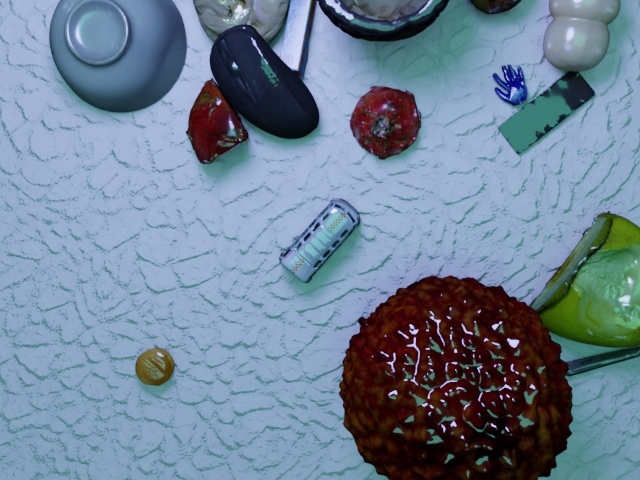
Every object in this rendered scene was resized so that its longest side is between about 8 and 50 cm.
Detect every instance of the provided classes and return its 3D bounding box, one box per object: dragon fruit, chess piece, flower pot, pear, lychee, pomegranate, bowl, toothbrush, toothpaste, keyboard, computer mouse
[{"bbox_3d":[-0.229,-0.245,1.481,0.120,0.127,0.161,-28,95,0],"label":"dragon fruit"},{"bbox_3d":[0.517,-0.480,1.397,0.166,0.167,0.300,9,103,3],"label":"chess piece"},{"bbox_3d":[0.118,-0.491,1.356,0.266,0.267,0.267,0,95,5],"label":"flower pot"},{"bbox_3d":[0.591,0.114,1.443,0.292,0.159,0.293,0,97,1],"label":"pear"},{"bbox_3d":[0.231,0.268,1.372,0.499,0.424,0.425,25,99,41],"label":"lychee"},{"bbox_3d":[0.338,-0.501,1.395,0.129,0.159,0.130,11,120,20],"label":"pomegranate"},{"bbox_3d":[-0.430,-0.410,1.464,0.289,0.146,0.290,0,96,5],"label":"bowl"},{"bbox_3d":[0.653,0.237,1.514,0.297,0.030,0.030,-16,69,7],"label":"toothbrush"},{"bbox_3d":[-0.042,-0.437,1.479,0.044,0.070,0.194,11,90,8],"label":"toothpaste"},{"bbox_3d":[0.138,-0.244,1.460,0.153,0.111,0.153,0,98,1],"label":"dragon fruit"},{"bbox_3d":[0.463,-0.265,1.482,0.196,0.015,0.074,-39,88,7],"label":"keyboard"},{"bbox_3d":[-0.116,-0.300,1.442,0.137,0.086,0.270,-31,111,37],"label":"computer mouse"}]

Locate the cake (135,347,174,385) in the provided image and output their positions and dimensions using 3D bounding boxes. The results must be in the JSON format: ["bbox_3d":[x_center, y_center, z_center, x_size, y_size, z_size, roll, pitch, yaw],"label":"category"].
[{"bbox_3d":[-0.363,0.278,1.583,0.084,0.044,0.084,0,94,3],"label":"cake"}]

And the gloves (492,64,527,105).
[{"bbox_3d":[0.387,-0.317,1.474,0.064,0.026,0.086,-17,95,8],"label":"gloves"}]

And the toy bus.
[{"bbox_3d":[0.000,0.000,1.505,0.087,0.089,0.194,42,96,-1],"label":"toy bus"}]

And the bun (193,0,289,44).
[{"bbox_3d":[-0.164,-0.501,1.449,0.209,0.116,0.237,-30,95,7],"label":"bun"}]
